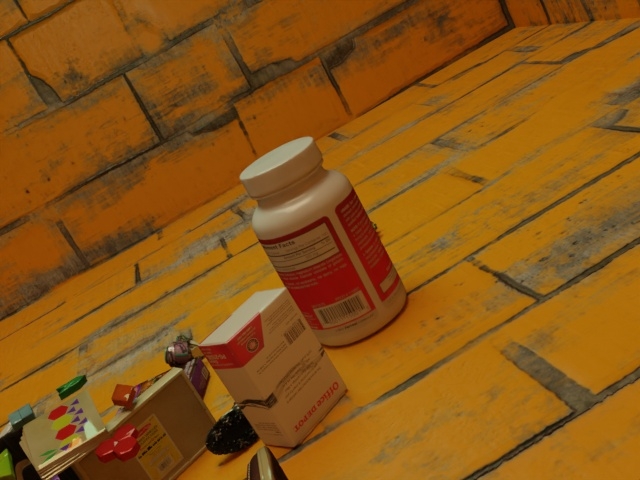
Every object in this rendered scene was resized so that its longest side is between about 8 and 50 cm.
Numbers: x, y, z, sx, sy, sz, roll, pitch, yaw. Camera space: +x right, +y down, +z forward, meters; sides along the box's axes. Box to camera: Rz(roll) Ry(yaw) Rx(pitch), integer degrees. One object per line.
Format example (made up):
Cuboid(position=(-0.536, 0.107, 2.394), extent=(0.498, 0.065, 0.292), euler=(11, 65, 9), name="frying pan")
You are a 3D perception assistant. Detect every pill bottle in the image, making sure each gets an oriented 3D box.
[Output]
Cuboid(position=(0.000, 0.000, 1.760), extent=(0.229, 0.407, 0.229), euler=(-25, 17, 9), name="pill bottle")

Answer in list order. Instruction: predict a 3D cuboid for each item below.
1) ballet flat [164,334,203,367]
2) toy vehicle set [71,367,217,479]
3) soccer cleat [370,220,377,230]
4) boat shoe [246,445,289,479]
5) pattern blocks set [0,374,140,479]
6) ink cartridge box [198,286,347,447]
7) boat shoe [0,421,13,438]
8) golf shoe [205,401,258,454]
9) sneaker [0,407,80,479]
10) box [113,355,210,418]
Cuboid(position=(-0.328, 0.273, 2.035), extent=(0.079, 0.076, 0.221), euler=(1, -3, -3), name="ballet flat")
Cuboid(position=(-0.323, 0.387, 1.570), extent=(0.267, 0.166, 0.035), euler=(-40, 21, -33), name="toy vehicle set")
Cuboid(position=(0.066, -0.025, 2.318), extent=(0.121, 0.093, 0.289), euler=(-61, 26, -2), name="soccer cleat")
Cuboid(position=(-0.091, 0.424, 1.195), extent=(0.123, 0.123, 0.342), euler=(-27, 23, 2), name="boat shoe")
Cuboid(position=(-0.464, 0.354, 1.514), extent=(0.285, 0.026, 0.325), euler=(-26, 27, -9), name="pattern blocks set")
Cuboid(position=(-0.083, 0.232, 1.521), extent=(0.100, 0.237, 0.172), euler=(-13, 23, 49), name="ink cartridge box")
Cuboid(position=(-0.742, 0.505, 2.005), extent=(0.083, 0.065, 0.183), euler=(27, 58, 19), name="boat shoe")
Cuboid(position=(-0.146, 0.344, 1.602), extent=(0.198, 0.077, 0.094), euler=(-34, 3, -31), name="golf shoe")
Cuboid(position=(-0.566, 0.414, 1.787), extent=(0.447, 0.169, 0.257), euler=(-31, 12, 35), name="sneaker")
Cuboid(position=(-0.362, 0.382, 1.823), extent=(0.201, 0.057, 0.293), euler=(-26, 18, 11), name="box")
